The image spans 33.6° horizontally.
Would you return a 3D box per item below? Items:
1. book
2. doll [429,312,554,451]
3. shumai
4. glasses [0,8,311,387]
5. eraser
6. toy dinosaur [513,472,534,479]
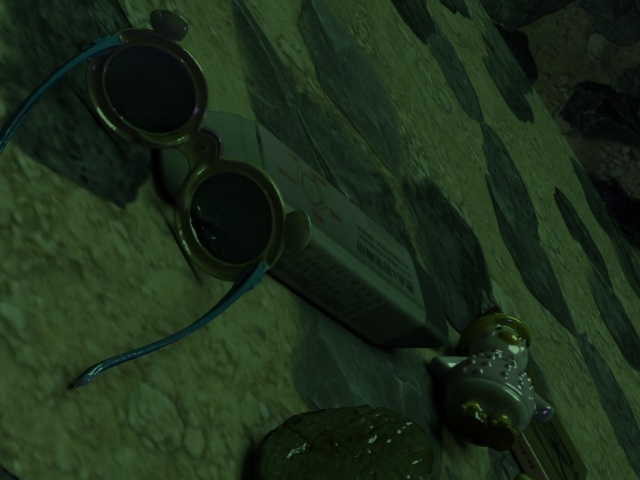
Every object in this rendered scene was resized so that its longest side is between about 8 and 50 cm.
[{"bbox_3d":[0.234,0.196,1.206,0.231,0.026,0.161,61,22,0],"label":"book"},{"bbox_3d":[0.171,0.136,1.049,0.129,0.081,0.207,23,30,3],"label":"doll"},{"bbox_3d":[0.012,0.168,0.687,0.099,0.123,0.087,-123,-151,-49],"label":"shumai"},{"bbox_3d":[-0.128,-0.018,0.646,0.190,0.088,0.220,58,41,-10],"label":"glasses"},{"bbox_3d":[0.000,0.000,0.874,0.352,0.061,0.089,39,30,-45],"label":"eraser"},{"bbox_3d":[0.214,0.339,0.916,0.259,0.094,0.153,66,24,-12],"label":"toy dinosaur"}]
